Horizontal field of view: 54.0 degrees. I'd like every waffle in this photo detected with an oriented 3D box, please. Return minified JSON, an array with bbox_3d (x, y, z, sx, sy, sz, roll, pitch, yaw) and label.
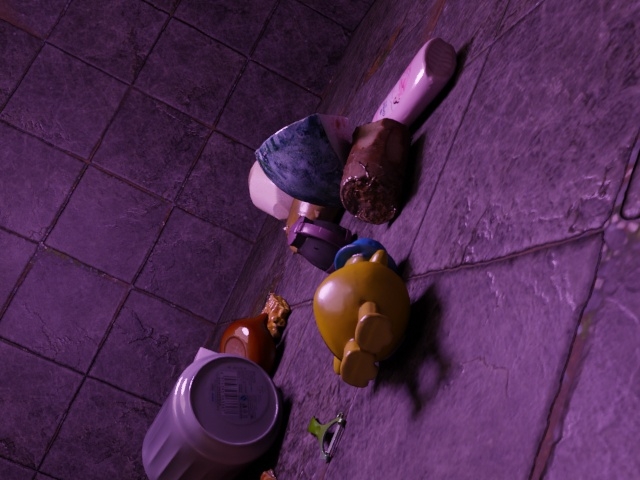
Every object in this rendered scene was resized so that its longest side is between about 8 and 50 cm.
[{"bbox_3d":[-0.148,0.249,1.814,0.160,0.055,0.211,-62,12,2],"label":"waffle"}]

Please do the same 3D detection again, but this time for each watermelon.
[{"bbox_3d":[-0.010,-0.219,1.448,0.214,0.320,0.289,-58,-18,-24],"label":"watermelon"}]

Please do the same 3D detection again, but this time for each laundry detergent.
[{"bbox_3d":[0.189,-0.311,1.453,0.335,0.088,0.159,-49,14,55],"label":"laundry detergent"}]

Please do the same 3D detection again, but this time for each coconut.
[{"bbox_3d":[-0.111,-0.187,2.191,0.237,0.266,0.237,-43,-33,-36],"label":"coconut"}]

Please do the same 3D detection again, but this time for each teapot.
[{"bbox_3d":[-0.005,0.008,1.457,0.116,0.146,0.148,-60,11,16],"label":"teapot"},{"bbox_3d":[-0.180,0.315,1.671,0.178,0.135,0.252,18,102,46],"label":"teapot"}]

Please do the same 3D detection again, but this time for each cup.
[{"bbox_3d":[-0.212,0.396,1.403,0.323,0.237,0.327,-31,-16,-44],"label":"cup"}]

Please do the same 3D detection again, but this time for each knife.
[{"bbox_3d":[0.000,0.314,1.053,0.078,0.022,0.166,-61,11,-13],"label":"knife"}]

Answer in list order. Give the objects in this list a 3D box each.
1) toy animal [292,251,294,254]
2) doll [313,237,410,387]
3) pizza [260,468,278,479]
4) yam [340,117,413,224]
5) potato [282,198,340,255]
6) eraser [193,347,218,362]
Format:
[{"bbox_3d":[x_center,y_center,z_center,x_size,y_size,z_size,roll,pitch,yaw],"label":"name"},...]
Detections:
[{"bbox_3d":[-0.032,-0.036,1.923,0.220,0.069,0.086,-54,-8,21],"label":"toy animal"},{"bbox_3d":[0.058,0.101,0.971,0.363,0.145,0.199,-78,12,-76],"label":"doll"},{"bbox_3d":[-0.103,0.469,1.130,0.185,0.036,0.176,-56,13,33],"label":"pizza"},{"bbox_3d":[0.115,-0.150,1.310,0.129,0.128,0.238,-51,16,45],"label":"yam"},{"bbox_3d":[-0.013,-0.101,1.782,0.191,0.141,0.296,171,123,-80],"label":"potato"},{"bbox_3d":[-0.349,0.463,1.874,0.086,0.130,0.287,-55,16,39],"label":"eraser"}]
